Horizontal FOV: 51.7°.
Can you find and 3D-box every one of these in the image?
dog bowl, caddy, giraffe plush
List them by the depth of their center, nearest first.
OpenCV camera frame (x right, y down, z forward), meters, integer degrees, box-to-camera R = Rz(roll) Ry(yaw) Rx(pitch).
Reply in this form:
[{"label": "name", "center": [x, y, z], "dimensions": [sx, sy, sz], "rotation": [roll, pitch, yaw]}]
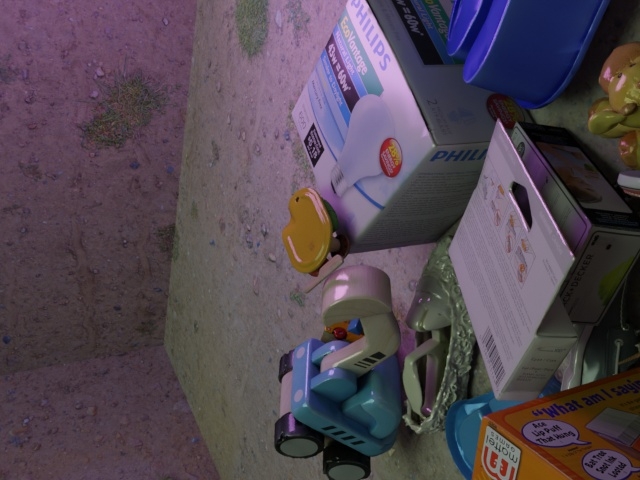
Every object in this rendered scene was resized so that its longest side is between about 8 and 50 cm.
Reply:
[{"label": "giraffe plush", "center": [0.406, -0.175, 0.808], "dimensions": [0.210, 0.170, 0.181], "rotation": [45, 119, 45]}, {"label": "caddy", "center": [0.322, -0.361, 0.956], "dimensions": [0.241, 0.179, 0.341], "rotation": [-98, 18, -53]}, {"label": "dog bowl", "center": [0.336, 0.334, 1.182], "dimensions": [0.166, 0.074, 0.297], "rotation": [66, 146, 27]}]

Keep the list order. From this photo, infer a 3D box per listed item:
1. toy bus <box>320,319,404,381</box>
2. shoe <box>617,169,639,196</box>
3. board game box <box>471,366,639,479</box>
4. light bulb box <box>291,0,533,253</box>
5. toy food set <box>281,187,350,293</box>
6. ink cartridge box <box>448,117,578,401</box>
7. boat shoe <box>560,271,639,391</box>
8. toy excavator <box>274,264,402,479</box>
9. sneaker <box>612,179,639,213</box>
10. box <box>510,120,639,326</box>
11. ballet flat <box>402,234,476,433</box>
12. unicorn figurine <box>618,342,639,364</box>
[{"label": "toy bus", "center": [0.098, 0.228, 1.530], "dimensions": [0.191, 0.104, 0.202], "rotation": [-10, 130, 38]}, {"label": "shoe", "center": [0.463, -0.036, 0.829], "dimensions": [0.178, 0.063, 0.081], "rotation": [13, 114, 26]}, {"label": "board game box", "center": [0.414, 0.402, 0.763], "dimensions": [0.356, 0.356, 0.356], "rotation": [33, 124, 55]}, {"label": "light bulb box", "center": [0.150, -0.218, 1.238], "dimensions": [0.361, 0.225, 0.358], "rotation": [-54, 50, 53]}, {"label": "toy food set", "center": [0.000, 0.000, 1.251], "dimensions": [0.128, 0.071, 0.218], "rotation": [-49, 45, 31]}, {"label": "ink cartridge box", "center": [0.269, 0.023, 0.900], "dimensions": [0.296, 0.066, 0.261], "rotation": [-97, 15, -48]}, {"label": "boat shoe", "center": [0.430, 0.154, 0.984], "dimensions": [0.099, 0.116, 0.319], "rotation": [11, 101, 14]}, {"label": "toy excavator", "center": [0.070, 0.264, 1.350], "dimensions": [0.445, 0.433, 0.222], "rotation": [-36, 33, 30]}, {"label": "sneaker", "center": [0.435, -0.064, 0.925], "dimensions": [0.061, 0.065, 0.158], "rotation": [65, 147, 29]}, {"label": "box", "center": [0.342, -0.033, 0.966], "dimensions": [0.290, 0.087, 0.169], "rotation": [-98, 17, -54]}, {"label": "ballet flat", "center": [0.227, 0.198, 1.289], "dimensions": [0.147, 0.147, 0.409], "rotation": [20, 113, 58]}, {"label": "unicorn figurine", "center": [0.492, 0.121, 0.877], "dimensions": [0.111, 0.060, 0.162], "rotation": [32, 104, 51]}]
